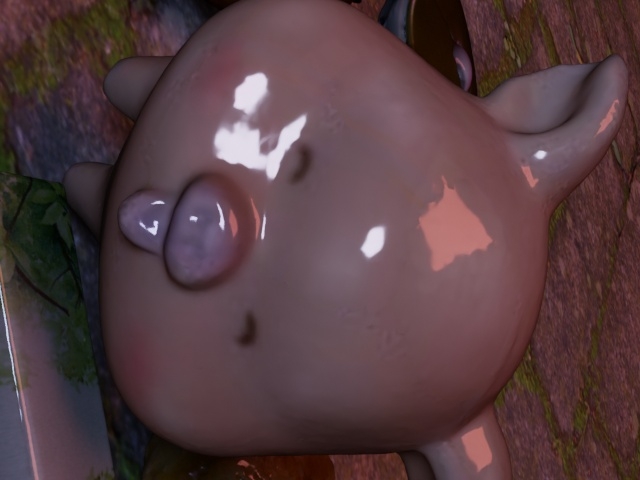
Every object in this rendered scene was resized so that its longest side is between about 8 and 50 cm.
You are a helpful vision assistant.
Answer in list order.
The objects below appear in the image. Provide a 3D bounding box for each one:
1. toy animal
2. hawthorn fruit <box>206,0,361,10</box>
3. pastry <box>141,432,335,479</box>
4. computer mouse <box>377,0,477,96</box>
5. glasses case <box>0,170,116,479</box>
[{"bbox_3d":[0.000,0.000,0.728,0.326,0.269,0.237,7,100,-67],"label":"toy animal"},{"bbox_3d":[-0.031,-0.259,0.914,0.251,0.199,0.199,62,27,-21],"label":"hawthorn fruit"},{"bbox_3d":[-0.040,0.148,0.798,0.153,0.081,0.153,20,66,-54],"label":"pastry"},{"bbox_3d":[0.066,-0.027,1.008,0.158,0.071,0.310,-63,159,-58],"label":"computer mouse"},{"bbox_3d":[-0.129,0.109,0.638,0.095,0.062,0.272,16,63,-78],"label":"glasses case"}]
